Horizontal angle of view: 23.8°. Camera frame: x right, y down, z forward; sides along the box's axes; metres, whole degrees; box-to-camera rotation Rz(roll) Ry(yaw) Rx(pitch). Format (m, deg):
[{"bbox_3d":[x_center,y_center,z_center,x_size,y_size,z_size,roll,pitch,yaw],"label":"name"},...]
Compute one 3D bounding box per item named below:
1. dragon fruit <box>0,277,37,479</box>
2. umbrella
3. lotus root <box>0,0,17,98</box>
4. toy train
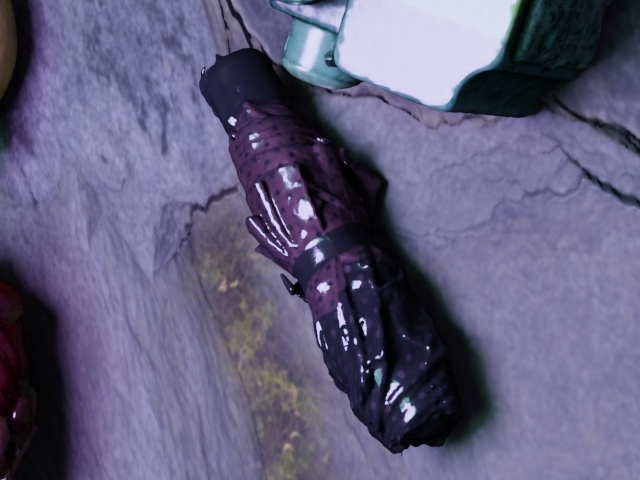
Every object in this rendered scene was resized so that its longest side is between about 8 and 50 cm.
[{"bbox_3d":[-0.388,0.117,1.246,0.329,0.329,0.329,-3,85,41],"label":"dragon fruit"},{"bbox_3d":[0.000,0.000,1.053,0.094,0.090,0.326,-48,58,33],"label":"umbrella"},{"bbox_3d":[-0.340,-0.206,1.337,0.146,0.131,0.303,-43,57,58],"label":"lotus root"},{"bbox_3d":[0.084,-0.224,0.955,0.238,0.167,0.299,27,107,29],"label":"toy train"}]
